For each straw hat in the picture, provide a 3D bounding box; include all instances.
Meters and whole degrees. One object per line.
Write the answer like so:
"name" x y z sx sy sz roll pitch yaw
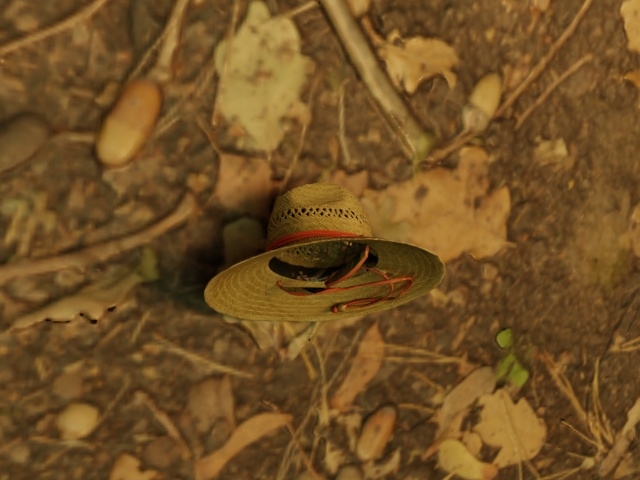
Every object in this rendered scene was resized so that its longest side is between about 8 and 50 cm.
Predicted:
"straw hat" 0.000 0.000 0.468 0.145 0.144 0.061 7 64 -31
